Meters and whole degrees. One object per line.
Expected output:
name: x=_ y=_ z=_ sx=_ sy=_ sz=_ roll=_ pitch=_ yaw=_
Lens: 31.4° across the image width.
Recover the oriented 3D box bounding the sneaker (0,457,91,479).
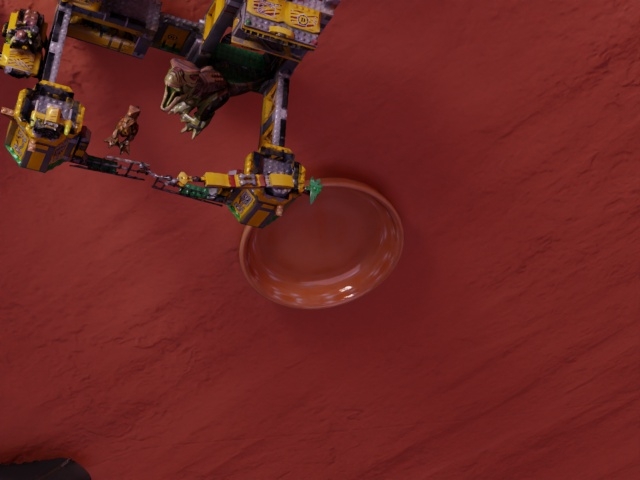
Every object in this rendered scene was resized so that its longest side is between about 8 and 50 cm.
sneaker: x=-0.430 y=0.334 z=1.546 sx=0.222 sy=0.118 sz=0.083 roll=15 pitch=114 yaw=12

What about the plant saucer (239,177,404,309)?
plant saucer: x=0.000 y=0.000 z=1.371 sx=0.200 sy=0.037 sz=0.200 roll=-6 pitch=131 yaw=-7

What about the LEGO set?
LEGO set: x=-0.125 y=-0.166 z=1.050 sx=0.331 sy=0.255 sz=0.192 roll=21 pitch=151 yaw=-14
